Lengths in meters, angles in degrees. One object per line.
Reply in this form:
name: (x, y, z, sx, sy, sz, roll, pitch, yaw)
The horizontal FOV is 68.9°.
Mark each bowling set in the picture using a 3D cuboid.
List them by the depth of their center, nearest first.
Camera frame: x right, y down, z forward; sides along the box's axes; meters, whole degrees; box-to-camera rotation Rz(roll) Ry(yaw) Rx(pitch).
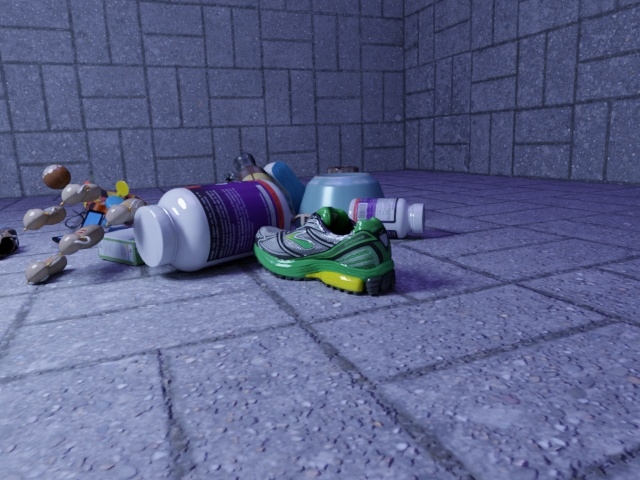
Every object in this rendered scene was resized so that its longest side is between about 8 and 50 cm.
bowling set: (-0.537, -0.056, 0.970, 0.287, 0.200, 0.154, -37, 11, 2)

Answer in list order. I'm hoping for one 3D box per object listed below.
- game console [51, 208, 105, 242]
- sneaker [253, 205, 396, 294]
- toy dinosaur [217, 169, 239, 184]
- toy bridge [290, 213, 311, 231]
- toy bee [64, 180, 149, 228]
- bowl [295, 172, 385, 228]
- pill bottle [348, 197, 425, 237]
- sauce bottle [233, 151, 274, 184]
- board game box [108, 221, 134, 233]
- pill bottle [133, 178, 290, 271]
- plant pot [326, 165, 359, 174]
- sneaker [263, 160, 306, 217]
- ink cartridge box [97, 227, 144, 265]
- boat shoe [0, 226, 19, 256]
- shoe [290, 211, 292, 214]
game console: (-0.727, -0.041, 1.402, 0.124, 0.085, 0.144, -13, 15, -43)
sneaker: (0.000, 0.000, 0.916, 0.343, 0.146, 0.134, 7, 15, 40)
toy dinosaur: (-0.344, -0.159, 1.842, 0.321, 0.164, 0.218, 13, 27, 3)
toy bridge: (-0.043, -0.045, 1.335, 0.188, 0.063, 0.026, 9, 16, 41)
toy bee: (-0.742, -0.140, 1.617, 0.195, 0.162, 0.298, -37, -18, 9)
bowl: (0.073, -0.126, 1.464, 0.311, 0.163, 0.311, -1, 12, 0)
pill bottle: (0.180, -0.060, 1.254, 0.193, 0.108, 0.108, 2, 13, 18)
sauce bottle: (-0.192, -0.155, 1.431, 0.111, 0.111, 0.344, -7, 43, -20)
board game box: (-0.534, -0.045, 1.484, 0.243, 0.042, 0.165, -6, 12, -18)
pill bottle: (-0.235, -0.036, 1.043, 0.181, 0.182, 0.322, 9, 16, 43)
plant pot: (0.088, -0.205, 1.826, 0.166, 0.165, 0.167, -2, 11, 0)
sneaker: (-0.106, -0.163, 1.555, 0.087, 0.229, 0.092, -44, 27, -26)
ink cartridge box: (-0.433, 0.015, 1.132, 0.209, 0.062, 0.109, 6, 14, 33)
boat shoe: (-0.849, 0.012, 1.249, 0.066, 0.066, 0.183, 0, 21, -10)
shoe: (-0.029, -0.125, 1.710, 0.081, 0.064, 0.178, 1, 7, 40)
